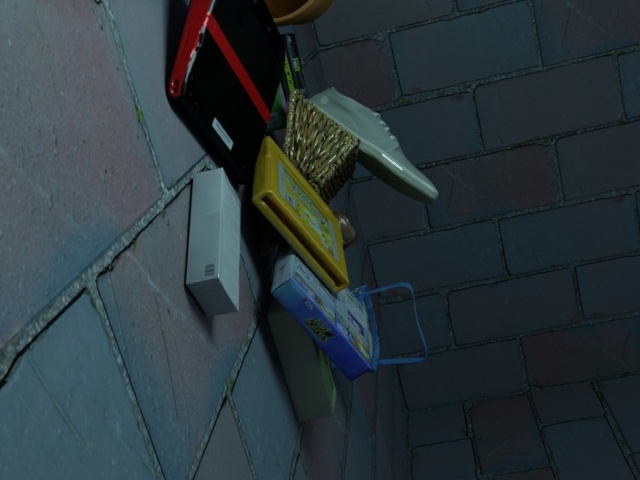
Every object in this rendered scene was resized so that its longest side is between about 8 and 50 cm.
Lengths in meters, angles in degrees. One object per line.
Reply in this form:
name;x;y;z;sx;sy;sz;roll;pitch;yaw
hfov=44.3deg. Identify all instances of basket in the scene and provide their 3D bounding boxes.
basket;-0.048;-0.208;2.049;0.223;0.213;0.299;38;-9;6
basket;0.146;0.256;2.254;0.201;0.288;0.255;-79;154;-68

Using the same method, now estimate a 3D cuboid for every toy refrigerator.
toy refrigerator;-0.035;0.257;1.755;0.102;0.094;0.270;-76;152;-70

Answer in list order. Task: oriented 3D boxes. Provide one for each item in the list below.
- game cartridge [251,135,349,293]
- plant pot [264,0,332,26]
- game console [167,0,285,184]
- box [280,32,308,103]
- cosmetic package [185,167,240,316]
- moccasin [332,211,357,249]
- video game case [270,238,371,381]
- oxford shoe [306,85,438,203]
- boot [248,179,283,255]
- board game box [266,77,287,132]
game cartridge;-0.043;-0.067;1.744;0.285;0.052;0.324;49;17;-24
plant pot;-0.082;-0.656;1.943;0.203;0.290;0.291;3;75;-72
game console;-0.174;-0.333;1.529;0.386;0.060;0.342;55;48;-66
box;-0.080;-0.479;2.178;0.191;0.045;0.184;-69;149;-75
cosmetic package;-0.176;0.000;1.311;0.099;0.060;0.239;65;16;-48
moccasin;0.002;0.003;2.190;0.139;0.147;0.380;61;-7;-8
video game case;0.004;0.132;1.681;0.269;0.061;0.244;50;15;-19
oxford shoe;0.143;-0.262;2.093;0.449;0.130;0.169;39;-10;13
boot;-0.128;-0.057;1.728;0.106;0.082;0.219;51;22;-22
board game box;-0.152;-0.481;2.086;0.242;0.064;0.317;69;13;-47
